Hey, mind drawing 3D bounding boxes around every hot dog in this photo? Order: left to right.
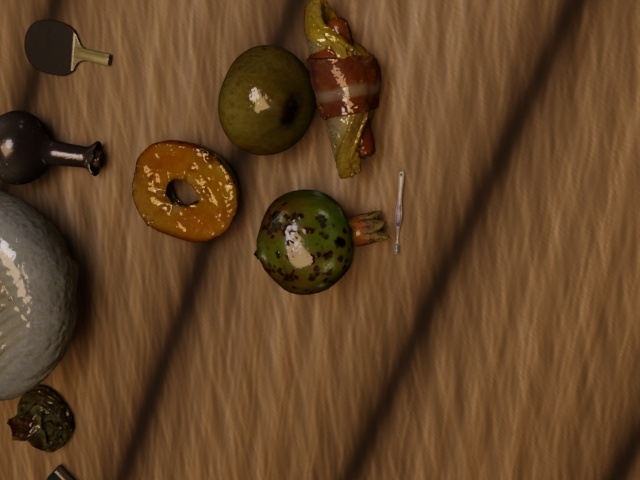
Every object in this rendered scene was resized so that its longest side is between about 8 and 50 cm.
[{"bbox_3d":[0.041,-0.226,0.990,0.093,0.123,0.261,-10,103,22],"label":"hot dog"}]

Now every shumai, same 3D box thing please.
[{"bbox_3d":[-0.511,0.334,1.239,0.099,0.087,0.124,-28,96,14],"label":"shumai"}]

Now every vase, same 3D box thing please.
[{"bbox_3d":[-0.447,-0.144,1.119,0.183,0.120,0.120,8,104,-4],"label":"vase"}]

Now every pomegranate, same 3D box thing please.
[{"bbox_3d":[0.000,0.000,1.038,0.205,0.159,0.159,-13,100,-12],"label":"pomegranate"}]

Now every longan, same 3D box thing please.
[{"bbox_3d":[-0.086,-0.208,1.017,0.155,0.145,0.176,-48,47,-5],"label":"longan"}]

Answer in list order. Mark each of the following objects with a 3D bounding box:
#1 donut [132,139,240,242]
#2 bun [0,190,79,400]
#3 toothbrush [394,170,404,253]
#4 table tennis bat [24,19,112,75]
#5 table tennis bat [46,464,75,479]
[{"bbox_3d":[-0.209,-0.081,1.104,0.178,0.065,0.162,25,110,5],"label":"donut"},{"bbox_3d":[-0.552,0.082,1.131,0.362,0.211,0.362,2,99,10],"label":"bun"},{"bbox_3d":[0.122,-0.043,1.069,0.011,0.013,0.131,3,100,6],"label":"toothbrush"},{"bbox_3d":[-0.414,-0.309,1.123,0.156,0.013,0.087,15,103,9],"label":"table tennis bat"},{"bbox_3d":[-0.395,0.539,1.292,0.301,0.022,0.173,43,107,-1],"label":"table tennis bat"}]
